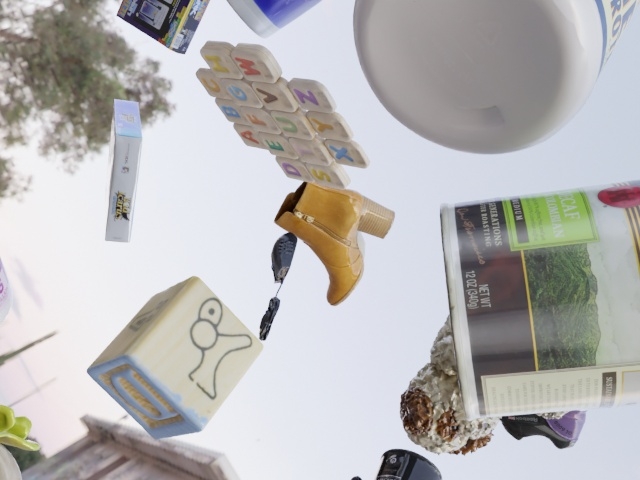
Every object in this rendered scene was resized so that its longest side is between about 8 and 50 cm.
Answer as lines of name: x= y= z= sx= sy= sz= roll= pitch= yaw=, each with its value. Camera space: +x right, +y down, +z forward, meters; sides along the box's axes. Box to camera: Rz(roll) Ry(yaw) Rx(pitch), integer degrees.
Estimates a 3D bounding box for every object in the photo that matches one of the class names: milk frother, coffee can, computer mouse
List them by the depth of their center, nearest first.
coffee can: x=0.255 y=0.048 z=0.718 sx=0.201 sy=0.275 sz=0.201 roll=-7 pitch=90 yaw=-79
milk frother: x=0.098 y=0.363 z=1.021 sx=0.143 sy=0.134 sz=0.129 roll=46 pitch=-43 yaw=-13
computer mouse: x=-0.089 y=0.080 z=1.526 sx=0.041 sy=0.242 sz=0.071 roll=21 pitch=-40 yaw=-9

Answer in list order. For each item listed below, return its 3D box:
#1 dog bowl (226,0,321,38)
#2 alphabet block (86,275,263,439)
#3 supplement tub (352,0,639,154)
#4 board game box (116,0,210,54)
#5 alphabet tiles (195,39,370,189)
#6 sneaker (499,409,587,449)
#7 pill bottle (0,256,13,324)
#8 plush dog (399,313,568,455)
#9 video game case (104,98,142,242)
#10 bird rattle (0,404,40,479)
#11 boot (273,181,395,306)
dog bowl: x=-0.105 y=-0.424 z=1.133 sx=0.265 sy=0.104 sz=0.265 roll=56 pitch=13 yaw=-20
alphabet block: x=-0.255 y=0.209 z=1.427 sx=0.192 sy=0.197 sz=0.193 roll=50 pitch=-38 yaw=-15
supplement tub: x=0.201 y=-0.263 z=0.822 sx=0.235 sy=0.325 sz=0.235 roll=21 pitch=-41 yaw=20
board game box: x=-0.252 y=-0.421 z=1.366 sx=0.141 sy=0.048 sz=0.170 roll=36 pitch=-75 yaw=26
alphabet tiles: x=-0.063 y=-0.179 z=1.202 sx=0.278 sy=0.021 sz=0.284 roll=17 pitch=-26 yaw=42
sneaker: x=0.364 y=0.321 z=1.572 sx=0.283 sy=0.107 sz=0.124 roll=17 pitch=-80 yaw=20
pill bottle: x=-0.498 y=-0.018 z=0.988 sx=0.169 sy=0.169 sz=0.301 roll=34 pitch=-39 yaw=41
plush dog: x=0.197 y=0.190 z=1.110 sx=0.210 sy=0.225 sz=0.262 roll=39 pitch=3 yaw=43
video game case: x=-0.444 y=-0.162 z=1.820 sx=0.269 sy=0.061 sz=0.244 roll=-118 pitch=-144 yaw=-61
bird rattle: x=-0.489 y=0.323 z=1.056 sx=0.207 sy=0.253 sz=0.143 roll=46 pitch=-16 yaw=27
boot: x=0.000 y=0.000 z=1.657 sx=0.211 sy=0.104 sz=0.295 roll=20 pitch=-50 yaw=-11
